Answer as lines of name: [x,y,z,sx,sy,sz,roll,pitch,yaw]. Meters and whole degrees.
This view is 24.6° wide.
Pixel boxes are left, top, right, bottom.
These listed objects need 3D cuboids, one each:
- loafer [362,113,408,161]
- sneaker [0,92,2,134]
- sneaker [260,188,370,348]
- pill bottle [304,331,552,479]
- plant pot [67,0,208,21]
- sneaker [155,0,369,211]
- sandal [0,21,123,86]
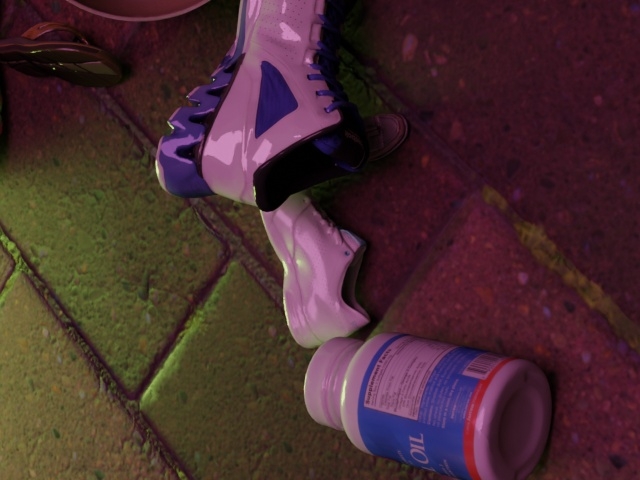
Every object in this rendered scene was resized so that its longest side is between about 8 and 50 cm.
loafer: [0.032,-0.102,1.516,0.125,0.039,0.045,-15,78,37]
sneaker: [-0.532,-0.300,1.867,0.185,0.202,0.483,-21,76,35]
sneaker: [0.000,0.000,1.527,0.094,0.080,0.212,-18,81,22]
pill bottle: [0.098,0.155,1.401,0.221,0.124,0.124,9,94,39]
plant pot: [-0.211,-0.397,1.605,0.191,0.284,0.284,-129,56,-67]
sneaker: [-0.013,-0.155,1.480,0.182,0.127,0.316,24,81,27]
sandal: [-0.323,-0.234,1.790,0.219,0.090,0.060,10,73,45]
